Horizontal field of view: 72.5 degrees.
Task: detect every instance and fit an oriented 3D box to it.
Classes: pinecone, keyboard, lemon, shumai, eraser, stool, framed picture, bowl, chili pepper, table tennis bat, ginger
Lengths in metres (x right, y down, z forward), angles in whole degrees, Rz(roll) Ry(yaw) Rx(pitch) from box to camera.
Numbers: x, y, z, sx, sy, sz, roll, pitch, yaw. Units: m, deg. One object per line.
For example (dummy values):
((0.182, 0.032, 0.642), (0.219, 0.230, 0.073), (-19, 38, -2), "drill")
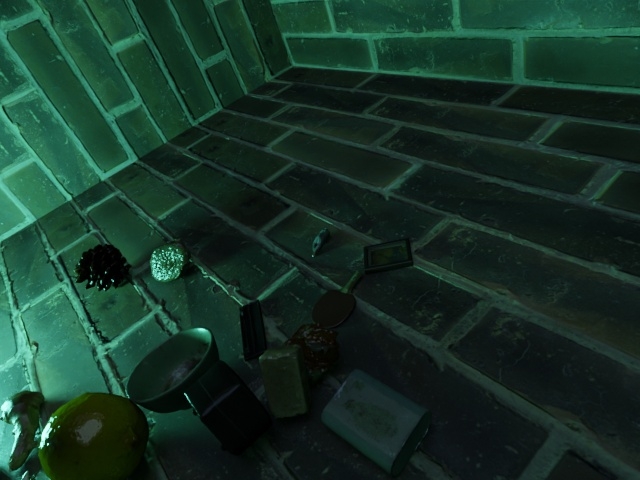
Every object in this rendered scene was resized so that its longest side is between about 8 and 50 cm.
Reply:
((-0.947, 0.124, 1.914), (0.221, 0.221, 0.221), (-14, 38, 11), "pinecone")
((-0.230, 0.300, 1.485), (0.087, 0.017, 0.250), (-23, 36, 1), "keyboard")
((-0.609, 0.545, 1.187), (0.283, 0.261, 0.261), (-16, 37, 4), "lemon")
((-0.624, 0.079, 1.872), (0.209, 0.161, 0.153), (-46, 0, 19), "shumai")
((0.134, 0.440, 1.079), (0.227, 0.081, 0.174), (21, 55, 41), "eraser")
((-0.241, 0.445, 1.154), (0.141, 0.232, 0.232), (-41, 41, -20), "stool")
((0.237, 0.054, 1.544), (0.168, 0.023, 0.128), (-12, 38, 13), "framed picture")
((-0.417, 0.412, 1.317), (0.289, 0.146, 0.289), (-21, 25, 11), "bowl")
((-0.001, -0.001, 1.718), (0.153, 0.041, 0.050), (-58, 7, -37), "chili pepper")
((0.067, 0.197, 1.463), (0.138, 0.022, 0.246), (16, 54, 39), "table tennis bat")
((-0.992, 0.612, 1.439), (0.131, 0.086, 0.294), (-10, 38, -21), "ginger")

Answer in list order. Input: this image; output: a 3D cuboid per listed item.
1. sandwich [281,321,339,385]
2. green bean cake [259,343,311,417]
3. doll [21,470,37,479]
((-0.037, 0.308, 1.267), (0.109, 0.160, 0.184), (-25, 41, -37), "sandwich")
((-0.093, 0.380, 1.183), (0.109, 0.179, 0.085), (-8, 5, 9), "green bean cake")
((-0.852, 0.744, 1.193), (0.192, 0.095, 0.149), (-33, 44, -16), "doll")
